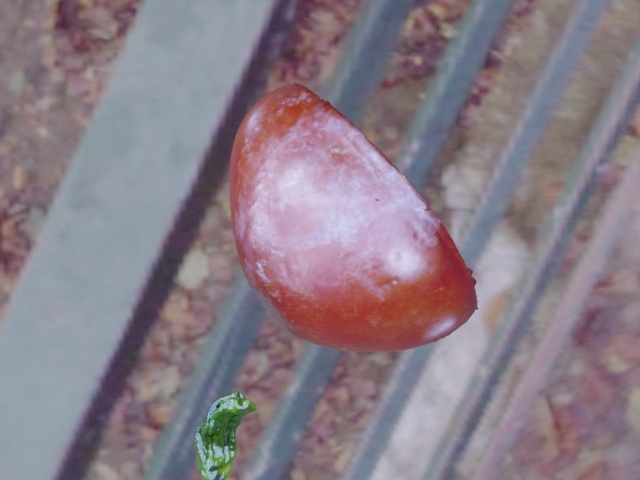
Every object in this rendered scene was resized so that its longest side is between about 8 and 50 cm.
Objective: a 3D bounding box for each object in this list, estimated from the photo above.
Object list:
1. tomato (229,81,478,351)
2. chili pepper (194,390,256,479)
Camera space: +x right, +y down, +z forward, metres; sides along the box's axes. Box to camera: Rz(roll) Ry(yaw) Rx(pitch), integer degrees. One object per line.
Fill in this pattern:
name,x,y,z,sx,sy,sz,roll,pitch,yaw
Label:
tomato,0.000,0.000,0.953,0.091,0.139,0.159,-36,66,-10
chili pepper,-0.075,0.149,1.396,0.034,0.030,0.091,43,128,31
